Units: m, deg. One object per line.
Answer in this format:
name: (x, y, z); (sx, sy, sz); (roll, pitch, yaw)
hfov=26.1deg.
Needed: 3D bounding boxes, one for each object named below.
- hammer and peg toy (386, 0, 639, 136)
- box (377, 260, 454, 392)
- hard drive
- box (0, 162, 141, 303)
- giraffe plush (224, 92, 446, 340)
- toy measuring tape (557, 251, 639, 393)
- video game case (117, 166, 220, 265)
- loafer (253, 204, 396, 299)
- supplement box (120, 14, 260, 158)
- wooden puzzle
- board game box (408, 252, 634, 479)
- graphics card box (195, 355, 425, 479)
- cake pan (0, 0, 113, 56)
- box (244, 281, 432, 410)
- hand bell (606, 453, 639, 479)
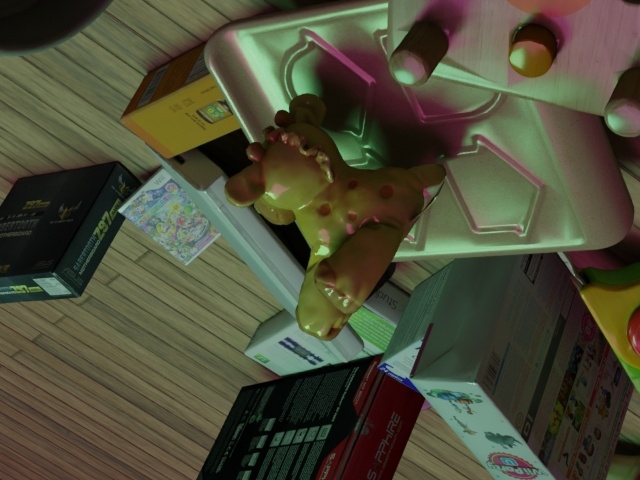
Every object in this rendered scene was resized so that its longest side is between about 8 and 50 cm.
hammer and peg toy: (0.170, -0.266, 1.049); (0.266, 0.127, 0.361); (14, 130, 19)
box: (0.148, 0.104, 1.679); (0.072, 0.126, 0.137); (32, 150, -10)
hard drive: (-0.080, 0.003, 1.671); (0.307, 0.040, 0.203); (52, 173, -33)
box: (-0.363, -0.007, 1.833); (0.233, 0.183, 0.059); (-4, 139, 43)
giraffe plush: (0.000, -0.036, 1.322); (0.170, 0.181, 0.210); (34, 129, 0)
toy measuring tape: (0.326, 0.030, 1.476); (0.121, 0.121, 0.330); (-15, 114, 49)
video game case: (-0.188, -0.031, 1.785); (0.087, 0.011, 0.122); (-41, 116, 18)
loafer: (0.000, 0.000, 1.673); (0.220, 0.078, 0.080); (37, 149, -21)
supplement box: (-0.119, -0.163, 1.507); (0.078, 0.080, 0.233); (40, 149, -26)
wooden puzzle: (0.102, -0.117, 1.364); (0.348, 0.080, 0.322); (-8, 129, 30)
board game box: (0.243, 0.155, 1.589); (0.097, 0.224, 0.303); (-5, 138, 40)
graphics card box: (-0.029, 0.296, 1.905); (0.094, 0.233, 0.371); (39, 148, -23)
cake pan: (-0.250, -0.304, 1.178); (0.054, 0.293, 0.293); (27, 154, 28)
box: (0.061, 0.156, 1.904); (0.232, 0.058, 0.322); (34, 151, -14)
hand bell: (0.319, 0.288, 1.901); (0.242, 0.126, 0.126); (29, 153, 21)
